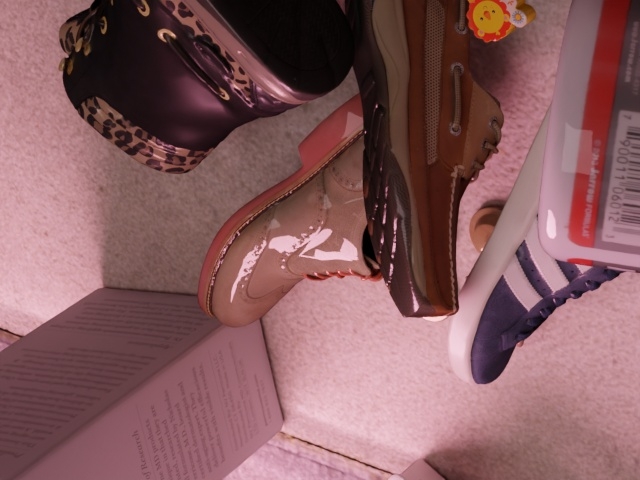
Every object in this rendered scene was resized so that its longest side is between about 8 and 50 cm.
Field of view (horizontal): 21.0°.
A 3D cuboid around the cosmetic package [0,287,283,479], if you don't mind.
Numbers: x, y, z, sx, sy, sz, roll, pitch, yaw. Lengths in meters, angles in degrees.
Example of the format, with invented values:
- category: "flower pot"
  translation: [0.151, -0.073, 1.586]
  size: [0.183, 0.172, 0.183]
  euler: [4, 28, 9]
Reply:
- category: "cosmetic package"
  translation: [-0.264, 0.215, 1.724]
  size: [0.230, 0.453, 0.161]
  euler: [4, 115, 36]

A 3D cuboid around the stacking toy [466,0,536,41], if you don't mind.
- category: "stacking toy"
  translation: [0.232, -0.231, 1.311]
  size: [0.221, 0.167, 0.052]
  euler: [-26, 96, 41]

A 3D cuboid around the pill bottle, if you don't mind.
- category: "pill bottle"
  translation: [0.349, -0.063, 1.234]
  size: [0.363, 0.210, 0.210]
  euler: [9, 120, 10]

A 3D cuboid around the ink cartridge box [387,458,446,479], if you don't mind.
- category: "ink cartridge box"
  translation: [0.107, 0.372, 1.757]
  size: [0.207, 0.119, 0.353]
  euler: [40, 132, 13]

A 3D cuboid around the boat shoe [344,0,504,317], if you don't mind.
- category: "boat shoe"
  translation: [0.097, -0.099, 1.454]
  size: [0.122, 0.120, 0.324]
  euler: [146, 118, -79]

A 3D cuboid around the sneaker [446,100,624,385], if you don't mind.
- category: "sneaker"
  translation: [0.224, 0.007, 1.462]
  size: [0.148, 0.131, 0.350]
  euler: [29, 126, 12]

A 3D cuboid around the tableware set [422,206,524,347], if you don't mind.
- category: "tableware set"
  translation: [0.131, 0.023, 1.622]
  size: [0.168, 0.020, 0.141]
  euler: [13, 118, 33]

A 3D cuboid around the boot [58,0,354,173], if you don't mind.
- category: "boot"
  translation: [-0.165, -0.235, 1.527]
  size: [0.377, 0.138, 0.284]
  euler: [47, 148, -7]

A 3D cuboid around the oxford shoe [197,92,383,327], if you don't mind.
- category: "oxford shoe"
  translation: [0.000, 0.000, 1.623]
  size: [0.130, 0.123, 0.348]
  euler: [55, 134, 15]
